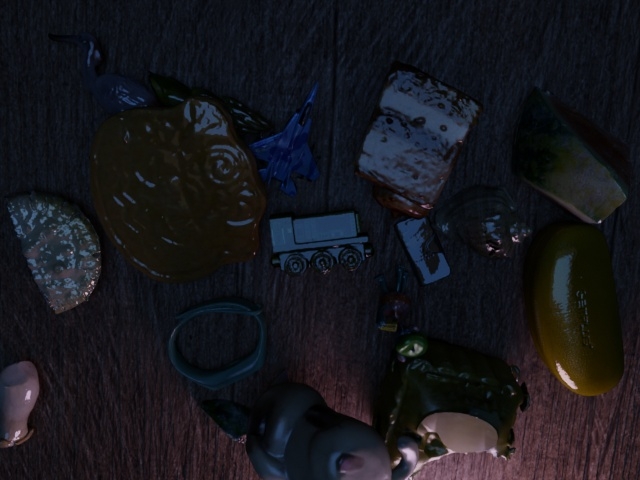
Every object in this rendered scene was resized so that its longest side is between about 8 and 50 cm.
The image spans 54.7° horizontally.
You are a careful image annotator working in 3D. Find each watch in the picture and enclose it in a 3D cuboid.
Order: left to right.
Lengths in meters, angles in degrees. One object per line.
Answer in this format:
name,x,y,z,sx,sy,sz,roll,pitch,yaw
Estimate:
watch,-0.221,0.224,1.385,0.236,0.068,0.195,-25,96,10

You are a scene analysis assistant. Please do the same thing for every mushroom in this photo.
mushroom,-0.693,0.373,1.406,0.088,0.097,0.213,13,100,-11

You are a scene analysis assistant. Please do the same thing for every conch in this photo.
conch,0.345,-0.042,1.318,0.207,0.130,0.156,7,66,22

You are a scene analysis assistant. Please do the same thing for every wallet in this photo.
wallet,0.225,0.020,1.358,0.082,0.018,0.157,-23,97,5

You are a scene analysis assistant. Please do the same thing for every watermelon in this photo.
watermelon,-0.210,0.416,1.413,0.155,0.101,0.080,43,110,4
watermelon,0.518,-0.166,1.243,0.193,0.231,0.310,-53,50,11

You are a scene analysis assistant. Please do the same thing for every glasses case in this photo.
glasses case,0.533,0.148,1.309,0.173,0.141,0.372,-11,99,4

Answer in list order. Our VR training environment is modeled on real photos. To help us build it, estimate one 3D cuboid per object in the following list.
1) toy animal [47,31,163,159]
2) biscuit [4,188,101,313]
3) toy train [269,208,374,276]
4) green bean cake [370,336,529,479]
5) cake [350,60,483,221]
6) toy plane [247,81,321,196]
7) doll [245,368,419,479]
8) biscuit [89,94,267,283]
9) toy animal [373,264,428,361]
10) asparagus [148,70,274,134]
toy animal,-0.430,-0.304,1.285,0.195,0.090,0.325,-17,99,11
biscuit,-0.569,0.006,1.345,0.179,0.084,0.281,-24,98,6
toy train,0.000,0.000,1.326,0.225,0.090,0.137,-7,96,3
green bean cake,0.274,0.385,1.328,0.309,0.202,0.285,12,102,0
cake,0.174,-0.186,1.242,0.198,0.196,0.293,24,104,-1
toy plane,-0.059,-0.214,1.284,0.169,0.078,0.247,18,105,-18
doll,-0.013,0.426,1.263,0.370,0.225,0.215,16,106,39
biscuit,-0.297,-0.091,1.279,0.364,0.062,0.386,-12,113,11
toy animal,0.160,0.150,1.304,0.103,0.209,0.100,16,137,-24
asparagus,-0.235,-0.276,1.293,0.287,0.080,0.080,17,100,-1
